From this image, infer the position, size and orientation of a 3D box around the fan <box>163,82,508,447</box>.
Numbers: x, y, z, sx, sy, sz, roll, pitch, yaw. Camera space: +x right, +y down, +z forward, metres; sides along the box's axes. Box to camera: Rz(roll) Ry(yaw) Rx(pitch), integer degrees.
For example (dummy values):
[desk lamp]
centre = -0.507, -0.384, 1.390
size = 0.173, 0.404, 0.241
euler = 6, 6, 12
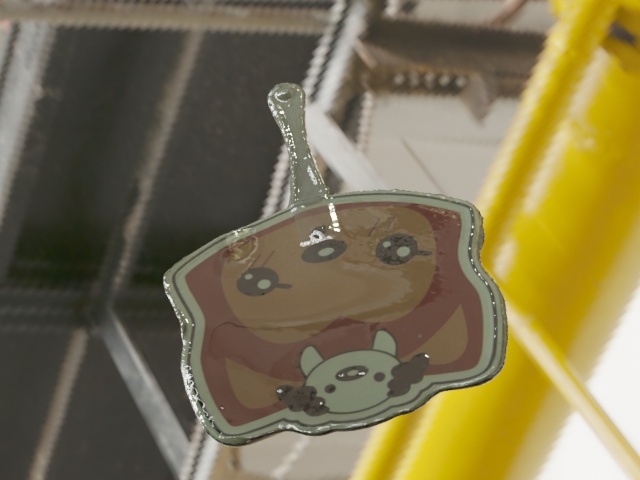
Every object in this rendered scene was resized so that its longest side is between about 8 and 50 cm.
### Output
[fan]
centre = 0.000, 0.000, 0.771
size = 0.132, 0.220, 0.009
euler = -14, -50, -1
